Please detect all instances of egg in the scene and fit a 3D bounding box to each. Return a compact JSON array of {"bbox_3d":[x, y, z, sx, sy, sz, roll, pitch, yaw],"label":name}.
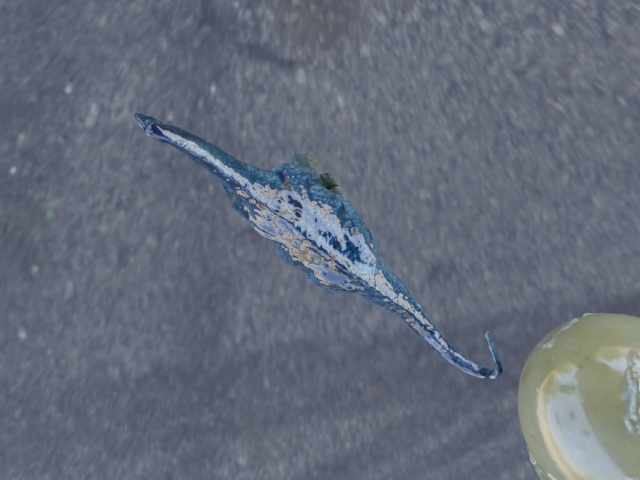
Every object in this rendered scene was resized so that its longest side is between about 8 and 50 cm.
[{"bbox_3d":[0.239,0.142,1.170,0.164,0.164,0.201,-40,127,12],"label":"egg"}]

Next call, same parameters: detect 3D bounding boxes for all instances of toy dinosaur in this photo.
[{"bbox_3d":[-0.004,-0.006,1.186,0.363,0.147,0.076,38,101,-18],"label":"toy dinosaur"}]
